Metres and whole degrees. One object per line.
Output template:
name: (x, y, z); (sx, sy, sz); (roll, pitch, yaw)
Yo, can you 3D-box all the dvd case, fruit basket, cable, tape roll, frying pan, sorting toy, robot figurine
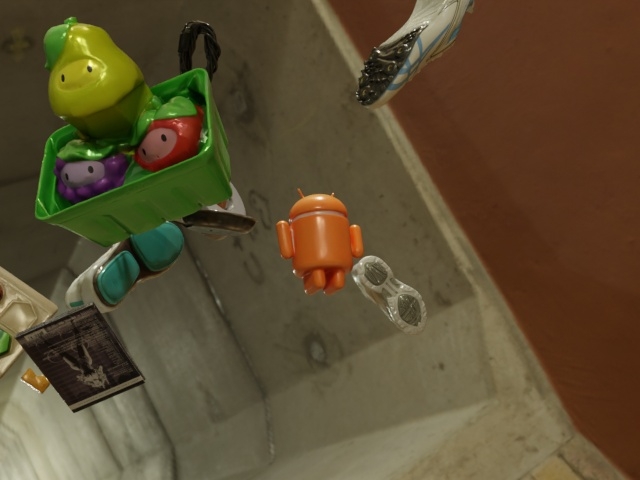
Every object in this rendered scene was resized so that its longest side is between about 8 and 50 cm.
dvd case: (-0.473, 0.236, 1.519); (0.018, 0.164, 0.221); (-111, 178, -59)
fruit basket: (-0.375, -0.207, 1.404); (0.392, 0.392, 0.283); (104, -18, -47)
cable: (-0.288, -0.425, 1.814); (0.150, 0.047, 0.184); (28, -67, 41)
tape roll: (-0.302, -0.110, 2.075); (0.072, 0.219, 0.219); (-33, -100, 21)
frying pan: (-0.287, -0.055, 1.748); (0.197, 0.326, 0.053); (0, -98, 42)
sorting toy: (-0.731, 0.209, 1.793); (0.307, 0.229, 0.041); (35, -30, -2)
robot figurine: (0.002, 0.000, 1.571); (0.128, 0.158, 0.219); (45, 38, -68)

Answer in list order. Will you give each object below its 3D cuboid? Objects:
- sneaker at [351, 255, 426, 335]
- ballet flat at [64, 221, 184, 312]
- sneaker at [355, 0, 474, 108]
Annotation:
sneaker: (0.162, 0.131, 1.829); (0.232, 0.090, 0.115); (51, -17, -6)
ballet flat: (-0.452, 0.056, 1.744); (0.139, 0.400, 0.139); (5, -68, 14)
sneaker: (0.137, -0.266, 1.048); (0.086, 0.237, 0.085); (44, -14, -34)
